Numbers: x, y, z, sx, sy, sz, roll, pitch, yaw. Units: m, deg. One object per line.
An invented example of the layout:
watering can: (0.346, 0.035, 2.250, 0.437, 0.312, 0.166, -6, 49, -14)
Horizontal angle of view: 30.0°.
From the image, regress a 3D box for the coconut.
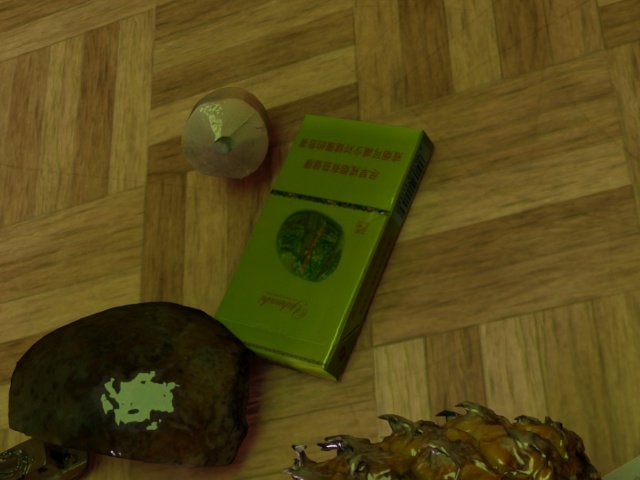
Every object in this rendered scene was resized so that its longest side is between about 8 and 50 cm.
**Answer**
coconut: (-0.123, -0.141, 1.592, 0.116, 0.116, 0.122, -26, 16, 13)

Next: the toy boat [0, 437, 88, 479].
toy boat: (-0.385, 0.300, 1.519, 0.200, 0.077, 0.057, -27, 55, 12)

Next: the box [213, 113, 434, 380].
box: (0.000, 0.000, 1.506, 0.187, 0.047, 0.335, 12, 68, 32)

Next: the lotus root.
lotus root: (-0.243, 0.170, 1.459, 0.314, 0.142, 0.210, -6, 75, 31)

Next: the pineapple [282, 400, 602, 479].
pineapple: (0.125, 0.319, 1.075, 0.300, 0.352, 0.352, -17, 56, 23)

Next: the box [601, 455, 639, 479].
box: (0.332, 0.290, 1.167, 0.100, 0.048, 0.152, -34, 55, 10)
